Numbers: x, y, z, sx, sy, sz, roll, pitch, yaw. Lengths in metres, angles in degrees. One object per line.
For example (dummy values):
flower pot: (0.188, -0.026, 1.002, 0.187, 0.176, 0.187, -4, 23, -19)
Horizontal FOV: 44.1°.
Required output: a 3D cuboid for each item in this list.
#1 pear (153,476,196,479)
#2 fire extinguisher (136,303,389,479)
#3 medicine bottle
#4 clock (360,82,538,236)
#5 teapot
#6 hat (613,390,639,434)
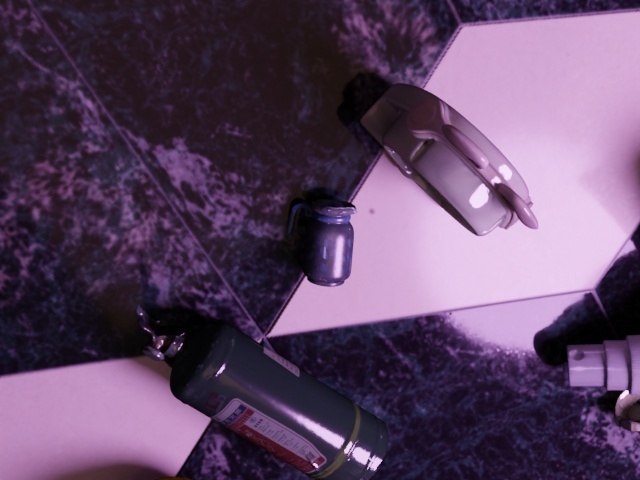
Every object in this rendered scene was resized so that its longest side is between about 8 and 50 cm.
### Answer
pear: (-0.145, 0.319, 0.798, 0.148, 0.149, 0.162, -26, 120, -3)
fire extinguisher: (-0.072, 0.150, 0.788, 0.294, 0.118, 0.093, 35, 62, -19)
medicine bottle: (0.443, 0.128, 0.831, 0.351, 0.110, 0.110, -4, 109, 16)
clock: (0.118, -0.067, 0.709, 0.062, 0.191, 0.151, -45, 109, 3)
teapot: (0.004, 0.000, 0.788, 0.049, 0.063, 0.083, -7, 107, -43)
hat: (0.426, 0.171, 0.916, 0.122, 0.081, 0.166, 30, 83, 21)
